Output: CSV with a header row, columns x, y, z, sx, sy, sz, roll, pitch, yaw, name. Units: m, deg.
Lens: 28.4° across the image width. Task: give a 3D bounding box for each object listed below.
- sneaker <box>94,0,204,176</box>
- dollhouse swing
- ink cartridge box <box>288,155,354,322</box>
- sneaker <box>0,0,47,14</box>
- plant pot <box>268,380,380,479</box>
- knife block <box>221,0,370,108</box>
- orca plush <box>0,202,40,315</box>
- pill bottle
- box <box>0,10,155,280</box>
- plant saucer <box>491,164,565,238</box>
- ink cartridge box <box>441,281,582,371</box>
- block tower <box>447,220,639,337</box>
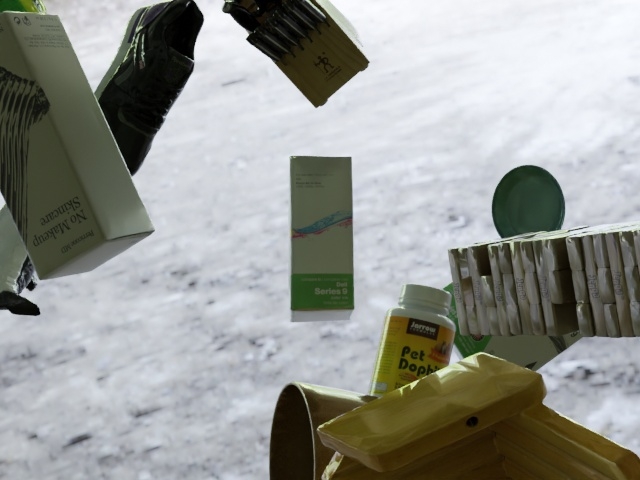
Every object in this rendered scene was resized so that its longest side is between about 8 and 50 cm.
x,y,z,sx,sy,sz,roll,pitch,yaw,name
-0.248,-0.229,1.825,0.124,0.107,0.283,-8,63,49,sneaker
0.214,0.363,1.447,0.315,0.347,0.305,-24,25,-5,dollhouse swing
0.000,0.000,1.746,0.093,0.212,0.154,-2,-10,-1,ink cartridge box
-0.464,-0.315,1.529,0.295,0.124,0.109,27,2,6,sneaker
0.075,0.323,1.840,0.254,0.237,0.237,2,18,-18,plant pot
-0.052,-0.284,1.506,0.088,0.242,0.276,-39,17,11,knife block
-0.448,0.038,1.942,0.151,0.102,0.287,-28,37,-1,orca plush
0.146,0.182,1.988,0.117,0.215,0.117,12,-12,3,pill bottle
-0.297,-0.104,1.377,0.113,0.275,0.094,-30,-8,28,box
0.286,-0.043,1.710,0.119,0.119,0.021,9,7,43,plant saucer
0.375,0.128,2.383,0.289,0.211,0.121,-36,31,-1,ink cartridge box
0.244,0.033,1.109,0.091,0.097,0.335,-11,3,-28,block tower
